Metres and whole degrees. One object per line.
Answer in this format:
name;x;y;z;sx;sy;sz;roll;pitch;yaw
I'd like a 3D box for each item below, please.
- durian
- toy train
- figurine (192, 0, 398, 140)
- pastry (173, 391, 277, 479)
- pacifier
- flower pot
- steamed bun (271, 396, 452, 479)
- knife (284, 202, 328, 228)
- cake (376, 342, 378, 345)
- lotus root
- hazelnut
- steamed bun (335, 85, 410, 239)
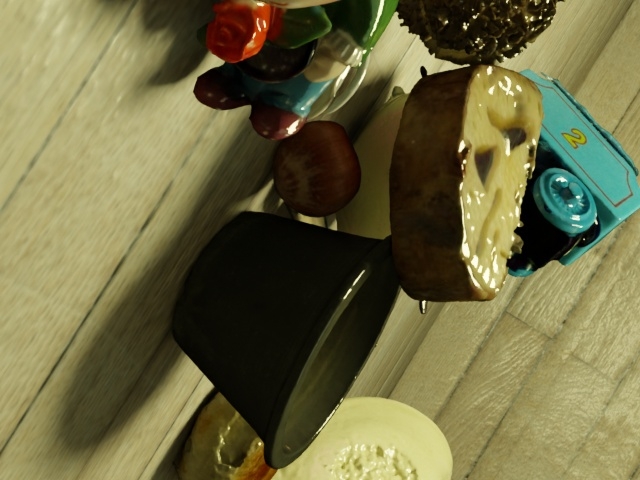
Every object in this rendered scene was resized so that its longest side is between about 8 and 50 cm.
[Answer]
durian;0.140;-0.252;0.801;0.196;0.167;0.196;-169;-90;-88
toy train;0.332;-0.110;1.431;0.265;0.300;0.188;-28;164;-39
figurine;-0.025;-0.152;0.489;0.185;0.127;0.234;-52;177;7
pastry;-0.096;0.245;1.109;0.182;0.093;0.192;-55;162;-9
pacifier;-0.010;-0.136;0.667;0.078;0.081;0.099;28;94;-48
flower pot;-0.035;0.066;0.823;0.235;0.148;0.235;-53;162;-24
steamed bun;-0.009;0.485;1.533;0.456;0.290;0.371;-48;167;-45
knife;-0.006;0.001;1.022;0.365;0.043;0.089;72;18;-69
cake;0.046;0.131;1.336;0.079;0.116;0.185;-52;160;-30
lotus root;0.129;-0.069;0.799;0.170;0.074;0.260;45;55;-46
hazelnut;-0.004;-0.062;0.814;0.086;0.086;0.086;-53;165;-21
steamed bun;0.100;-0.073;1.016;0.170;0.152;0.238;-29;158;-48
